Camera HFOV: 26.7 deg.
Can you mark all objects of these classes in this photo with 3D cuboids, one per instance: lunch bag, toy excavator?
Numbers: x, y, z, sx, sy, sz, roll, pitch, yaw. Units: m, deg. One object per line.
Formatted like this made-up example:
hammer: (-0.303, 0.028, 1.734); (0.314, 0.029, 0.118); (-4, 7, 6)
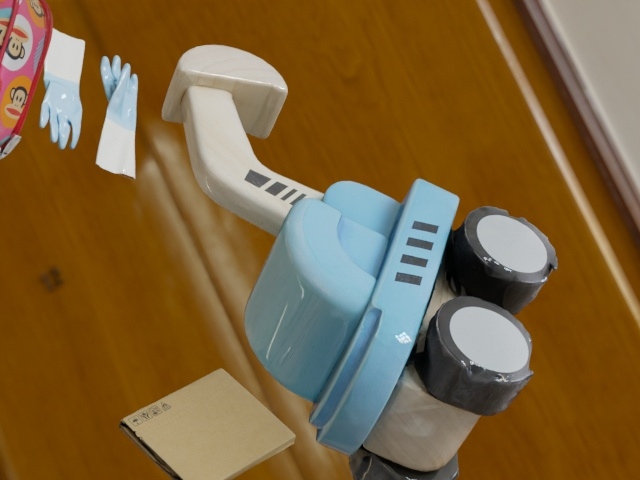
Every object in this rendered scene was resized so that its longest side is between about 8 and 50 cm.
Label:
lunch bag: (-0.487, -0.211, 1.623); (0.293, 0.258, 0.120); (14, -6, 17)
toy excavator: (0.000, 0.000, 1.402); (0.222, 0.445, 0.433); (-61, 4, 40)

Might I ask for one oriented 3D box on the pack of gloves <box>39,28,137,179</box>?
pack of gloves: (-0.376, -0.239, 2.253); (0.046, 0.232, 0.195); (-26, -35, 38)

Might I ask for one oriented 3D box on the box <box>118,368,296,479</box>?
box: (-0.159, 0.272, 1.915); (0.201, 0.164, 0.021); (-24, -35, -45)
